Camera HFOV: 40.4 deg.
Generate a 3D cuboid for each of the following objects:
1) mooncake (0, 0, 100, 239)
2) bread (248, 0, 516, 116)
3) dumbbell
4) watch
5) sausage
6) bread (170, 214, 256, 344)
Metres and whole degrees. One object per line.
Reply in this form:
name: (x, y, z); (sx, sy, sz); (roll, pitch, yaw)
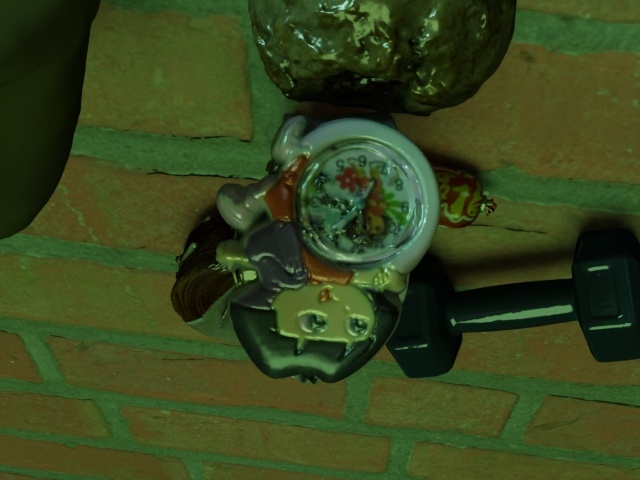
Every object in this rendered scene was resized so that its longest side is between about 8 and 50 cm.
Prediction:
mooncake: (-0.393, -0.168, 0.615); (0.467, 0.467, 0.262); (20, 140, -15)
bread: (0.048, -0.174, 0.726); (0.230, 0.123, 0.230); (5, -179, 0)
dumbbell: (0.240, 0.082, 1.081); (0.325, 0.144, 0.160); (-10, 138, 23)
watch: (0.000, 0.000, 0.822); (0.196, 0.244, 0.231); (-3, -177, -6)
sausage: (0.073, -0.067, 0.974); (0.264, 0.083, 0.083); (13, 144, -9)
bread: (-0.083, 0.058, 1.118); (0.212, 0.142, 0.224); (-8, 142, 17)
